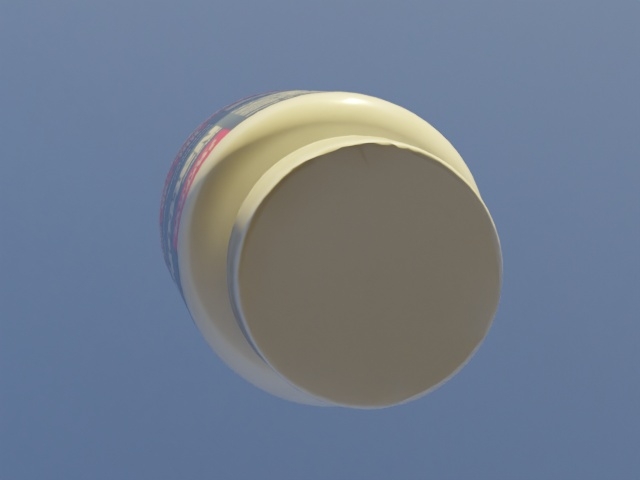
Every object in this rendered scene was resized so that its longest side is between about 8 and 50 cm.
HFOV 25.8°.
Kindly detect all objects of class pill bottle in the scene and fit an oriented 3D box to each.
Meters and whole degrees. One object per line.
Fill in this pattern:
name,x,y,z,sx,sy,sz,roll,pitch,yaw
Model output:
pill bottle,0.000,0.000,0.497,0.108,0.180,0.108,-1,-84,-10
